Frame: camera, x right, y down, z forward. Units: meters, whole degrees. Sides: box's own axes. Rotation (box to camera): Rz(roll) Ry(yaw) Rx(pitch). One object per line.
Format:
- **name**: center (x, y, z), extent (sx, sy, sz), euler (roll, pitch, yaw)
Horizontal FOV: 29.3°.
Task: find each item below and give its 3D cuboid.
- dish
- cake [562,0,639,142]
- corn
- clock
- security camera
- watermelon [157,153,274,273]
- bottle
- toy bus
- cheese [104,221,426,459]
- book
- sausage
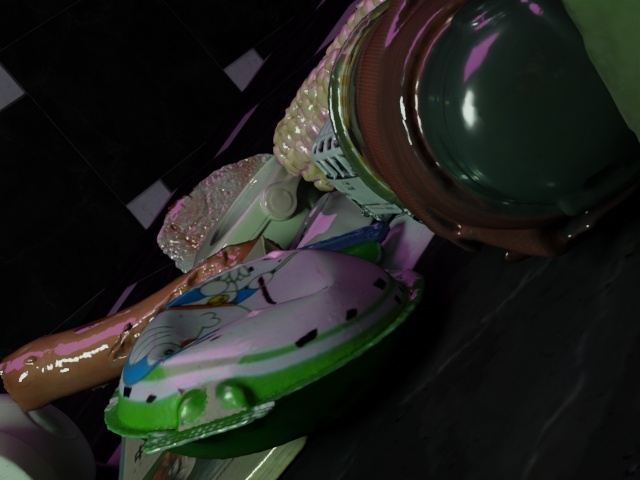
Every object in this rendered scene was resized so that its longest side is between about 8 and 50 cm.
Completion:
- **dish**: center (0.000, 0.000, 0.995), extent (0.137, 0.039, 0.091), euler (-58, 12, -22)
- **cake**: center (0.222, -0.087, 0.313), extent (0.283, 0.172, 0.158), euler (-6, 45, 29)
- **corn**: center (0.066, -0.149, 0.995), extent (0.335, 0.126, 0.127), euler (-45, 13, 45)
- **clock**: center (-0.054, -0.025, 1.245), extent (0.191, 0.062, 0.151), euler (-50, 10, 11)
- **security camera**: center (-0.322, 0.247, 1.192), extent (0.194, 0.194, 0.236), euler (-52, 7, 6)
- **watermelon**: center (-0.121, -0.035, 1.519), extent (0.180, 0.094, 0.081), euler (-40, 5, -12)
- **bottle**: center (0.083, -0.074, 0.581), extent (0.143, 0.156, 0.271), euler (-28, 7, -1)
- **toy bus**: center (0.049, -0.067, 0.872), extent (0.087, 0.089, 0.194), euler (-54, 10, -6)
- **cheese**: center (-0.025, 0.048, 0.756), extent (0.204, 0.083, 0.320), euler (-19, 14, 18)
- **book**: center (-0.086, 0.135, 0.883), extent (0.215, 0.025, 0.283), euler (-51, 19, 14)
- **sausage**: center (-0.167, 0.083, 1.151), extent (0.304, 0.078, 0.078), euler (-25, 18, 13)
